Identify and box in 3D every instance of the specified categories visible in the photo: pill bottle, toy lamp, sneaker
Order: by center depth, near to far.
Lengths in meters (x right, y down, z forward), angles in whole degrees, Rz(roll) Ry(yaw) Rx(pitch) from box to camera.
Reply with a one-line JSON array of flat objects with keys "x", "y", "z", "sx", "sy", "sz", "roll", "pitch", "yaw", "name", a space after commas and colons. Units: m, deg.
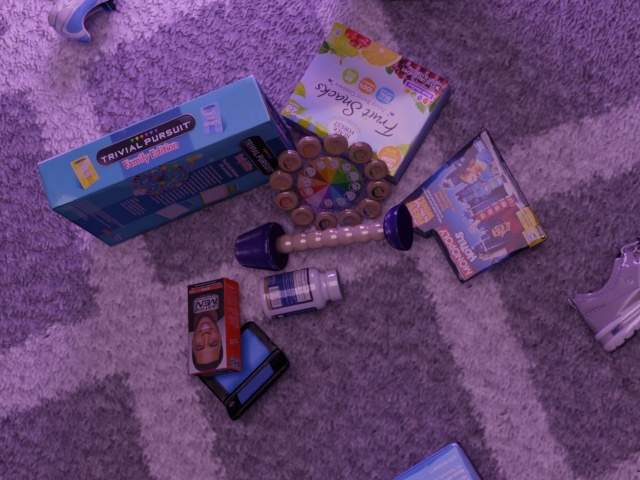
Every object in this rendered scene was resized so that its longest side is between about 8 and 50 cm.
[{"x": 0.481, "y": 0.030, "z": 1.817, "sx": 0.281, "sy": 0.105, "sz": 0.115, "roll": -45, "pitch": 77, "yaw": 0, "name": "sneaker"}, {"x": 0.000, "y": 0.000, "z": 1.890, "sx": 0.275, "sy": 0.080, "sz": 0.080, "roll": -7, "pitch": 79, "yaw": 25, "name": "toy lamp"}, {"x": -0.029, "y": 0.077, "z": 1.909, "sx": 0.120, "sy": 0.067, "sz": 0.067, "roll": -12, "pitch": 79, "yaw": 7, "name": "pill bottle"}, {"x": -0.355, "y": -0.430, "z": 2.049, "sx": 0.086, "sy": 0.085, "sz": 0.237, "roll": 31, "pitch": 82, "yaw": -14, "name": "sneaker"}]

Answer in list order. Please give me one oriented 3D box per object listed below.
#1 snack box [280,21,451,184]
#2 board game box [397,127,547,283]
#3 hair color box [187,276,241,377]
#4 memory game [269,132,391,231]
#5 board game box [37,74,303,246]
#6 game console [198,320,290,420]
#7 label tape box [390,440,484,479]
[{"x": 0.071, "y": -0.212, "z": 1.942, "sx": 0.207, "sy": 0.070, "sz": 0.174, "roll": 31, "pitch": 86, "yaw": 14, "name": "snack box"}, {"x": 0.211, "y": -0.038, "z": 1.895, "sx": 0.194, "sy": 0.060, "sz": 0.194, "roll": -28, "pitch": 78, "yaw": 5, "name": "board game box"}, {"x": -0.162, "y": 0.133, "z": 1.914, "sx": 0.072, "sy": 0.043, "sz": 0.141, "roll": -13, "pitch": 70, "yaw": 27, "name": "hair color box"}, {"x": 0.015, "y": -0.084, "z": 1.891, "sx": 0.186, "sy": 0.186, "sz": 0.012, "roll": -8, "pitch": 39, "yaw": 8, "name": "memory game"}, {"x": -0.215, "y": -0.112, "z": 1.875, "sx": 0.336, "sy": 0.254, "sz": 0.079, "roll": -22, "pitch": 75, "yaw": 4, "name": "board game box"}, {"x": -0.118, "y": 0.197, "z": 1.903, "sx": 0.122, "sy": 0.107, "sz": 0.071, "roll": -45, "pitch": 105, "yaw": 0, "name": "game console"}, {"x": 0.181, "y": 0.498, "z": 1.783, "sx": 0.249, "sy": 0.115, "sz": 0.347, "roll": -32, "pitch": 80, "yaw": 3, "name": "label tape box"}]
